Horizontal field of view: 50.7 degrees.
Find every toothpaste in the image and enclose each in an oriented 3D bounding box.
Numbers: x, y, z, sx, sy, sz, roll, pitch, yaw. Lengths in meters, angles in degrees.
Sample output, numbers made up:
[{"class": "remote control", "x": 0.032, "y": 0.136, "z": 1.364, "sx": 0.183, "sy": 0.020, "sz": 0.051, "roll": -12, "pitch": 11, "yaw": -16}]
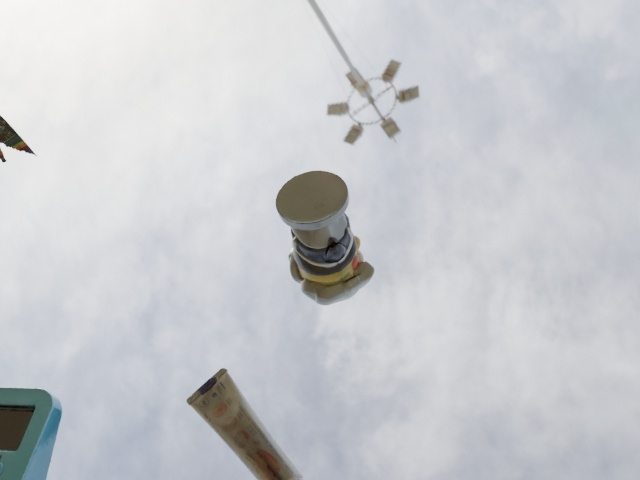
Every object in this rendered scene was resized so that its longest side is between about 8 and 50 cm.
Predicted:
[{"class": "toothpaste", "x": -0.128, "y": 0.375, "z": 1.254, "sx": 0.100, "sy": 0.066, "sz": 0.323, "roll": -42, "pitch": -122, "yaw": -10}]

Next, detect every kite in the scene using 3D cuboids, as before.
[{"class": "kite", "x": -0.475, "y": -0.154, "z": 0.988, "sx": 0.122, "sy": 0.090, "sz": 0.004, "roll": 9, "pitch": -145, "yaw": 3}]

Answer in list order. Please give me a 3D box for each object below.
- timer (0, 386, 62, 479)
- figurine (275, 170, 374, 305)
[{"class": "timer", "x": -0.518, "y": 0.325, "z": 0.975, "sx": 0.231, "sy": 0.091, "sz": 0.250, "roll": -1, "pitch": -123, "yaw": 7}, {"class": "figurine", "x": 0.000, "y": 0.000, "z": 1.149, "sx": 0.133, "sy": 0.236, "sz": 0.176, "roll": -27, "pitch": -134, "yaw": -9}]
